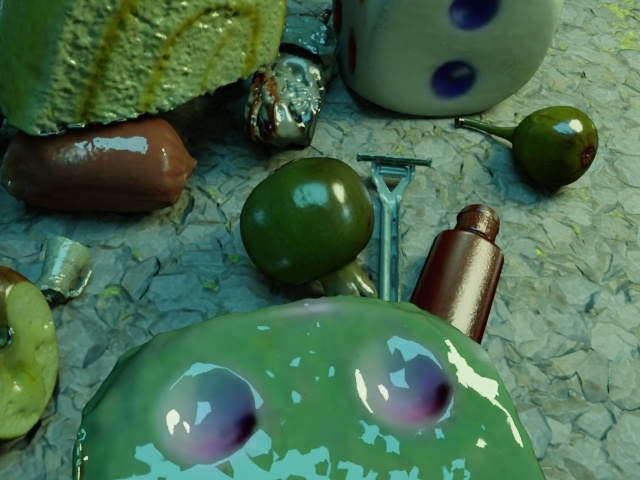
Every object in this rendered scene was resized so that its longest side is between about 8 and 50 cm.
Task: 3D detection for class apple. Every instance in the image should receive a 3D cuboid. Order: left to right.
[{"bbox_3d":[-0.374,0.124,0.713,0.160,0.173,0.195,9,47,-1],"label":"apple"}]

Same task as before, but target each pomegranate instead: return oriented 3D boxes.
[{"bbox_3d":[-0.010,-0.005,0.862,0.180,0.179,0.210,-10,64,-14],"label":"pomegranate"}]

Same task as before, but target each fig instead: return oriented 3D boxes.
[{"bbox_3d":[0.319,-0.161,1.080,0.236,0.124,0.124,21,48,41],"label":"fig"}]

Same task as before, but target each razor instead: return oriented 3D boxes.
[{"bbox_3d":[0.098,-0.008,0.955,0.111,0.056,0.277,5,58,0],"label":"razor"}]

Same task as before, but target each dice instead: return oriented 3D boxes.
[{"bbox_3d":[-0.013,0.251,0.554,0.323,0.318,0.330,-7,53,-12],"label":"dice"},{"bbox_3d":[0.193,-0.399,1.112,0.305,0.304,0.276,-6,53,-10],"label":"dice"}]

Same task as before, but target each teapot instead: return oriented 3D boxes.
[{"bbox_3d":[-0.330,0.044,0.864,0.067,0.057,0.083,29,54,-20],"label":"teapot"}]

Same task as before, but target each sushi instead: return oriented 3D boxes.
[{"bbox_3d":[-0.043,-0.255,1.089,0.130,0.124,0.332,14,52,-7],"label":"sushi"}]

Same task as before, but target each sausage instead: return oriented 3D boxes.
[{"bbox_3d":[-0.299,-0.110,0.930,0.255,0.148,0.148,5,50,-9],"label":"sausage"}]

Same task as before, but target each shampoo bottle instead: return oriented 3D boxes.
[{"bbox_3d":[0.180,0.059,0.893,0.102,0.064,0.260,20,51,12],"label":"shampoo bottle"}]

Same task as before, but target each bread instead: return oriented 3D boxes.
[{"bbox_3d":[-0.254,-0.325,0.887,0.395,0.263,0.239,-29,53,-34],"label":"bread"}]

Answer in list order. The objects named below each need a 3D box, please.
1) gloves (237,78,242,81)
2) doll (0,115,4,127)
[{"bbox_3d":[-0.159,-0.318,1.146,0.111,0.094,0.144,10,31,-9],"label":"gloves"},{"bbox_3d":[-0.515,-0.146,0.910,0.152,0.196,0.255,-28,48,18],"label":"doll"}]
